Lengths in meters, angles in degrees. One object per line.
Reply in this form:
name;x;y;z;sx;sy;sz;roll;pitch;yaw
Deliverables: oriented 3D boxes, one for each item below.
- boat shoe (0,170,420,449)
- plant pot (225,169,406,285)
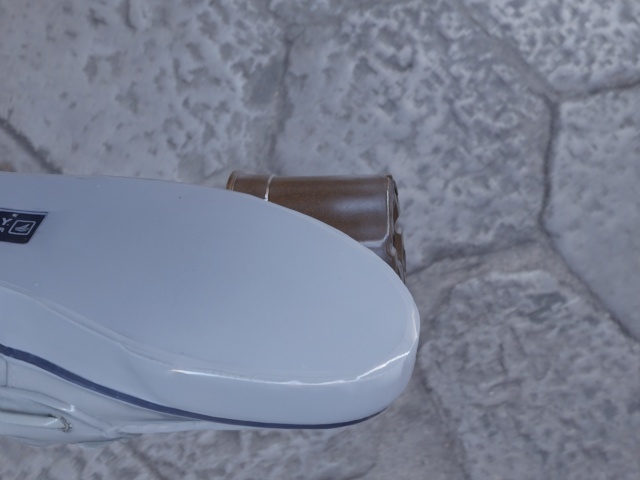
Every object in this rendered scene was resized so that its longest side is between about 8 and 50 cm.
boat shoe;-0.096;0.035;0.424;0.268;0.088;0.096;6;39;11
plant pot;0.000;0.000;1.183;0.165;0.167;0.166;-6;71;9
